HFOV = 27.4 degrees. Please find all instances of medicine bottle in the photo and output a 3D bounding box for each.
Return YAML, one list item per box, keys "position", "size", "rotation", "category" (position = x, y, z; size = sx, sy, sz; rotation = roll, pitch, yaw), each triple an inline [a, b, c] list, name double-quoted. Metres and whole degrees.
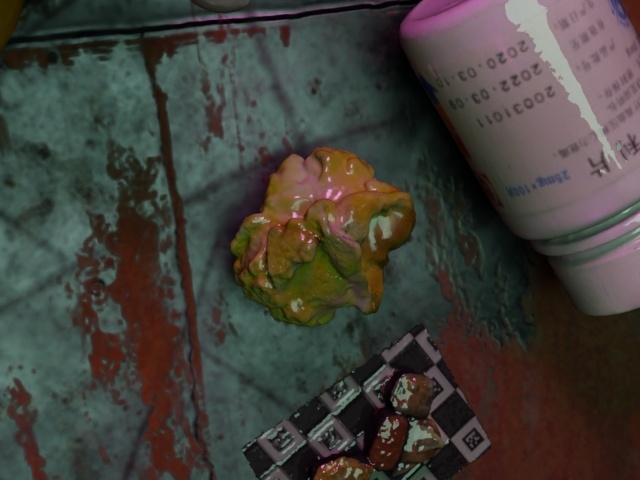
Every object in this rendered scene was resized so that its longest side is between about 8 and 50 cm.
- position: [0.200, -0.091, 1.068]
  size: [0.170, 0.170, 0.293]
  rotation: [-35, 106, -12]
  category: "medicine bottle"

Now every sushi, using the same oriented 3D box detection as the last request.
- position: [0.046, 0.183, 1.119]
  size: [0.201, 0.031, 0.139]
  rotation: [-34, 106, -12]
  category: "sushi"

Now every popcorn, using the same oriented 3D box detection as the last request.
- position: [0.000, 0.000, 1.042]
  size: [0.145, 0.126, 0.126]
  rotation: [-35, 132, -28]
  category: "popcorn"

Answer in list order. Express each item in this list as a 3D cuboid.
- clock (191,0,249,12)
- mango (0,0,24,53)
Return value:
- position: [-0.208, -0.290, 0.831]
  size: [0.325, 0.342, 0.184]
  rotation: [4, 127, -26]
  category: "clock"
- position: [-0.335, -0.154, 0.911]
  size: [0.316, 0.119, 0.176]
  rotation: [-28, 104, -7]
  category: "mango"
